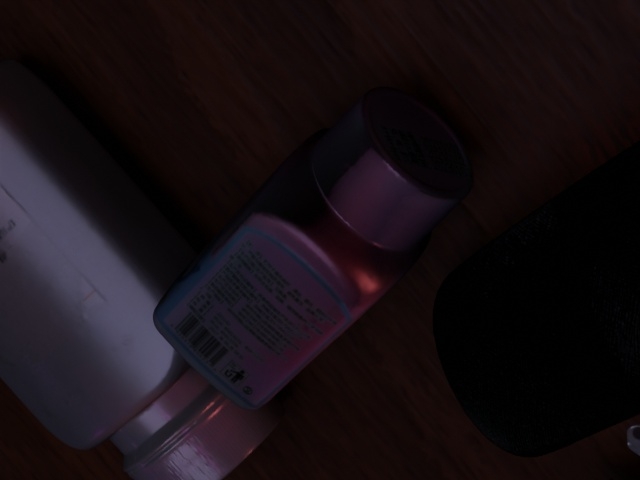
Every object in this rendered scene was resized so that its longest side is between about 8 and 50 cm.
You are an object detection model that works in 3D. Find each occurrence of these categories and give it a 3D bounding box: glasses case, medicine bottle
[{"bbox_3d":[0.168,0.022,0.736,0.321,0.082,0.122,-39,75,51],"label":"glasses case"},{"bbox_3d":[-0.157,0.036,0.924,0.296,0.111,0.161,48,126,-1],"label":"medicine bottle"},{"bbox_3d":[0.000,0.000,0.822,0.094,0.119,0.188,44,125,-2],"label":"medicine bottle"}]

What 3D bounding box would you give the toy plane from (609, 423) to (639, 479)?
[{"bbox_3d":[0.233,0.186,0.840,0.160,0.082,0.234,-1,129,15],"label":"toy plane"}]
